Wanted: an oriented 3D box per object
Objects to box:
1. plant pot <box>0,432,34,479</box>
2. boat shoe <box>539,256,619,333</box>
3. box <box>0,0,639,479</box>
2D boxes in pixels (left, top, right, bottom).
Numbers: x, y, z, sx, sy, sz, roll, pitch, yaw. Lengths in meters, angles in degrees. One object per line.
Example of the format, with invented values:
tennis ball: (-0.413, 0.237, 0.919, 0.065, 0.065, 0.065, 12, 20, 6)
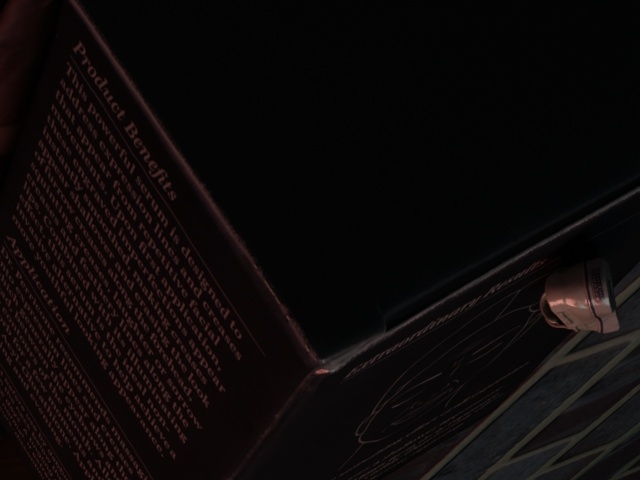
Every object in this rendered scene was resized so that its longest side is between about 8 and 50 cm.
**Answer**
plant pot: (-0.141, 0.150, 1.419, 0.237, 0.110, 0.237, -8, 174, -1)
boat shoe: (0.121, 0.027, 0.922, 0.035, 0.035, 0.100, -9, 174, 10)
box: (0.000, 0.000, 1.049, 0.293, 0.212, 0.395, -27, 165, -29)
